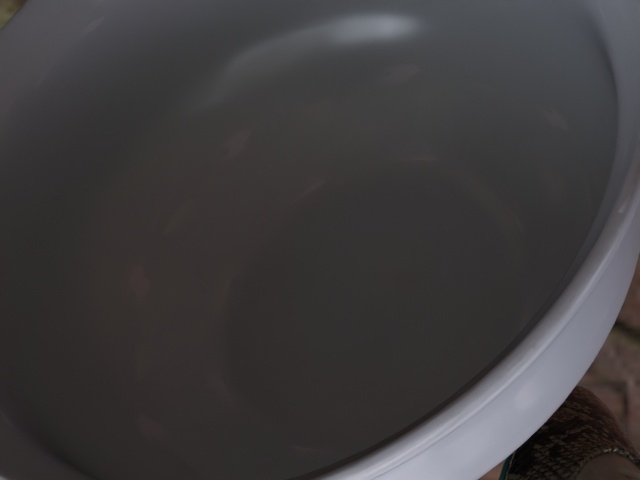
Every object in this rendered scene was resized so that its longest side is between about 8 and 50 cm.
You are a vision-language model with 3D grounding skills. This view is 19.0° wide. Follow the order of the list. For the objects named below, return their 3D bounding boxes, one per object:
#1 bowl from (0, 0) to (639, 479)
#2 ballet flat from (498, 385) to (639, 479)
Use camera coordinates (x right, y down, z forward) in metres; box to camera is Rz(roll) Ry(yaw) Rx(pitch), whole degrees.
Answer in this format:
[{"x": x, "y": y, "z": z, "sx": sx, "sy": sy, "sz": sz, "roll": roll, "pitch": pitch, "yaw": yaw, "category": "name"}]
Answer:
[{"x": 0.000, "y": 0.000, "z": 0.721, "sx": 0.298, "sy": 0.298, "sz": 0.134, "roll": -4, "pitch": 145, "yaw": 27, "category": "bowl"}, {"x": 0.183, "y": 0.297, "z": 1.417, "sx": 0.182, "sy": 0.483, "sz": 0.164, "roll": -19, "pitch": 121, "yaw": 47, "category": "ballet flat"}]
